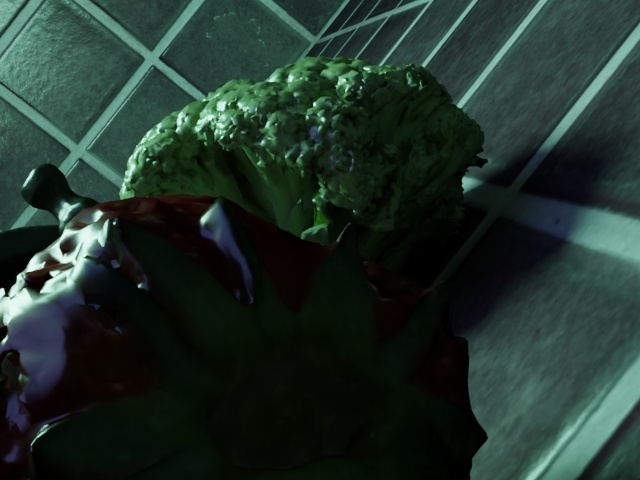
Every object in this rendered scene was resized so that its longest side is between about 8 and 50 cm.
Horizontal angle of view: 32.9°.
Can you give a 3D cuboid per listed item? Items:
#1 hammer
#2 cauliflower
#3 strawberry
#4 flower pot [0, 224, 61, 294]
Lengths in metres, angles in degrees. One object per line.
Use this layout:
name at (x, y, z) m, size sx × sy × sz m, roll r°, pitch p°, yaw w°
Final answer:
hammer at (-0.120, 0.001, 1.080) m, size 0.044 × 0.168 × 0.440 m, roll -53°, pitch -14°, yaw 10°
cauliflower at (0.000, 0.000, 0.792) m, size 0.272 × 0.275 × 0.250 m, roll -19°, pitch 63°, yaw 22°
strawberry at (-0.065, 0.133, 0.467) m, size 0.250 × 0.238 × 0.288 m, roll -56°, pitch 2°, yaw -41°
flower pot at (-0.283, 0.162, 1.101) m, size 0.293 × 0.294 × 0.330 m, roll -56°, pitch 8°, yaw -22°
